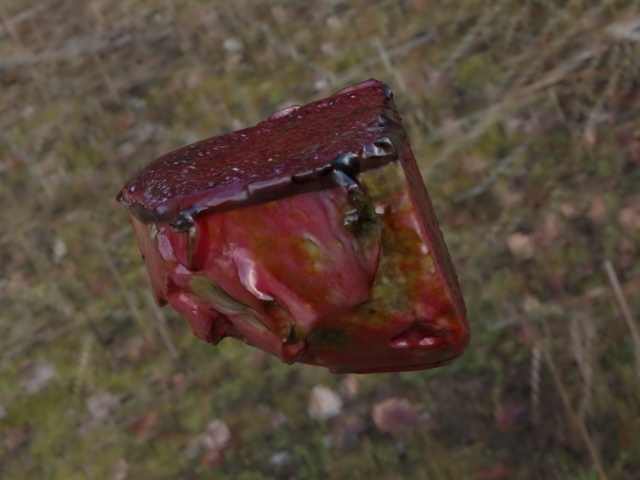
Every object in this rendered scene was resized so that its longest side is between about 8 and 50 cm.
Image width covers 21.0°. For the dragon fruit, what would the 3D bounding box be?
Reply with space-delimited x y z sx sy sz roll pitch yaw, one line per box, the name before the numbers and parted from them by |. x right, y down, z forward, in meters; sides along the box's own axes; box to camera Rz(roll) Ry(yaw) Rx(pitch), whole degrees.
dragon fruit | 0.000 0.000 0.891 0.163 0.189 0.261 -47 5 7
